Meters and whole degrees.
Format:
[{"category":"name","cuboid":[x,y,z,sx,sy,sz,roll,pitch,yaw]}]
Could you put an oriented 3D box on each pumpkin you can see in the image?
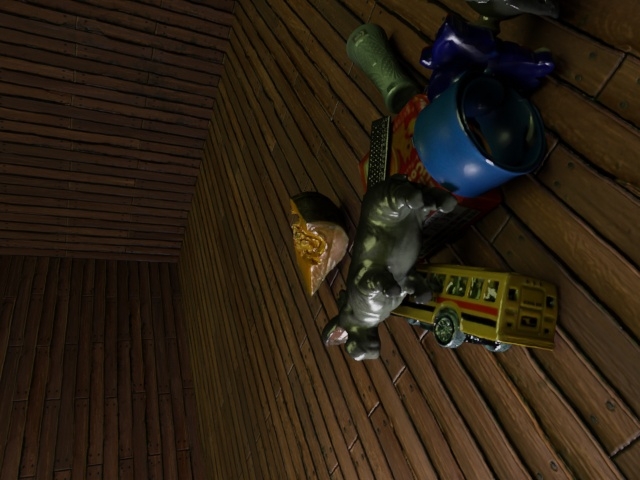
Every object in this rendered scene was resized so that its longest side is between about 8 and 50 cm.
[{"category":"pumpkin","cuboid":[0.003,0.003,1.201,0.131,0.126,0.248,51,150,44]}]

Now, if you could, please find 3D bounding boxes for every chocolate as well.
[{"category":"chocolate","cuboid":[0.177,-0.110,0.866,0.237,0.108,0.235,-45,48,51]}]

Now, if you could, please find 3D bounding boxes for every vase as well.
[{"category":"vase","cuboid":[0.134,-0.358,1.012,0.096,0.096,0.219,-60,39,41]}]

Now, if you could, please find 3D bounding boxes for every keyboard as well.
[{"category":"keyboard","cuboid":[0.104,-0.124,0.884,0.067,0.011,0.202,5,91,64]}]

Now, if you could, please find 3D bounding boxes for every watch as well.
[{"category":"watch","cuboid":[0.224,-0.174,0.692,0.171,0.196,0.200,136,140,-66]}]

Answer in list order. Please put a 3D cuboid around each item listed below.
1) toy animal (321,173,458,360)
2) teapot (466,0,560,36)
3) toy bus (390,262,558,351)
[{"category":"toy animal","cuboid":[0.091,0.062,0.761,0.168,0.106,0.343,53,129,56]},{"category":"teapot","cuboid":[0.260,-0.397,0.604,0.305,0.223,0.285,-78,-1,-58]},{"category":"toy bus","cuboid":[0.201,0.099,0.773,0.335,0.121,0.123,4,84,64]}]
